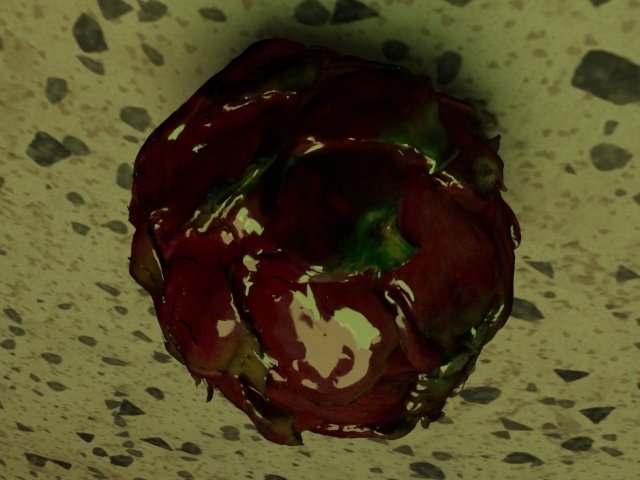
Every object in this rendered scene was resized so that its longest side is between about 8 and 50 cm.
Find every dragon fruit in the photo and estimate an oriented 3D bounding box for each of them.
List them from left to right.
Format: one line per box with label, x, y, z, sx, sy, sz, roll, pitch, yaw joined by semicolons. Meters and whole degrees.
dragon fruit;0.001;-0.002;0.717;0.329;0.329;0.329;9;143;7
